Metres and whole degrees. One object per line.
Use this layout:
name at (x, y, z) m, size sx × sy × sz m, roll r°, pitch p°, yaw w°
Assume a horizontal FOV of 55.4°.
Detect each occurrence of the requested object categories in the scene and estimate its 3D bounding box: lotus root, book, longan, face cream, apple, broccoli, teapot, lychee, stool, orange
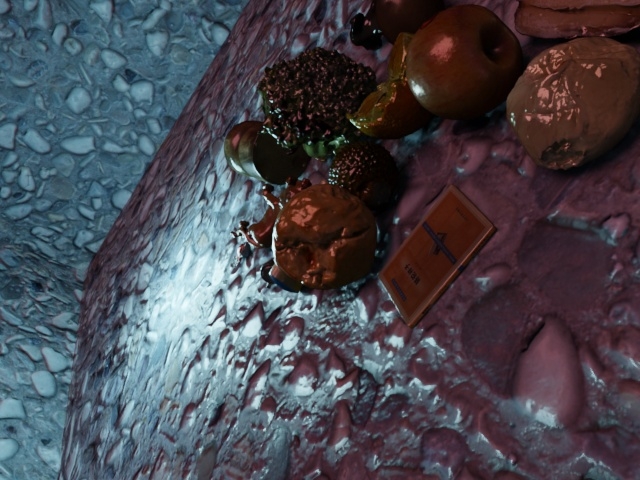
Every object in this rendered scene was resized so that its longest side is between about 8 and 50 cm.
lotus root at (0.471, -0.419, 1.037) m, size 0.329 × 0.078 × 0.167 m, roll -137°, pitch 52°, yaw -58°
book at (0.211, 0.026, 1.152) m, size 0.241 × 0.018 × 0.170 m, roll -54°, pitch 31°, yaw 18°
longan at (0.213, -0.543, 1.441) m, size 0.189 × 0.189 × 0.189 m, roll -38°, pitch 38°, yaw 38°
face cream at (-0.027, -0.004, 1.454) m, size 0.067 × 0.139 × 0.285 m, roll 34°, pitch 98°, yaw 27°
apple at (0.269, -0.335, 1.153) m, size 0.188 × 0.211 × 0.211 m, roll -15°, pitch 55°, yaw 56°
broccoli at (-0.013, -0.334, 1.574) m, size 0.281 × 0.293 × 0.348 m, roll 91°, pitch -170°, yaw -48°
teapot at (-0.125, 0.084, 1.617) m, size 0.057 × 0.066 × 0.088 m, roll -73°, pitch 0°, yaw -56°
lychee at (0.092, -0.148, 1.344) m, size 0.171 × 0.171 × 0.171 m, roll -38°, pitch 38°, yaw 38°
stool at (-0.167, -0.269, 1.834) m, size 0.264 × 0.179 × 0.179 m, roll 25°, pitch 89°, yaw 60°
orange at (0.181, -0.323, 1.334) m, size 0.237 × 0.158 × 0.179 m, roll -57°, pitch 17°, yaw 11°

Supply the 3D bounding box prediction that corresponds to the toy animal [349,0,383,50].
toy animal at (0.157, -0.606, 1.643) m, size 0.245 × 0.114 × 0.146 m, roll -11°, pitch 55°, yaw 58°

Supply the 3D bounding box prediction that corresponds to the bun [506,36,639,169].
bun at (0.387, -0.224, 0.946) m, size 0.220 × 0.134 × 0.220 m, roll -38°, pitch 35°, yaw 33°

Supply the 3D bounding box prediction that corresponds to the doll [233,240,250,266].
doll at (-0.234, 0.035, 1.846) m, size 0.114 × 0.039 × 0.057 m, roll -52°, pitch 0°, yaw 40°

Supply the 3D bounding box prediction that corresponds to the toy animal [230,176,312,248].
toy animal at (-0.127, -0.070, 1.705) m, size 0.312 × 0.097 × 0.157 m, roll -51°, pitch 38°, yaw 25°

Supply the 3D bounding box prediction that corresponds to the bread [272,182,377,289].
bread at (0.000, 0.000, 1.287) m, size 0.244 × 0.244 × 0.134 m, roll -38°, pitch 4°, yaw 38°
